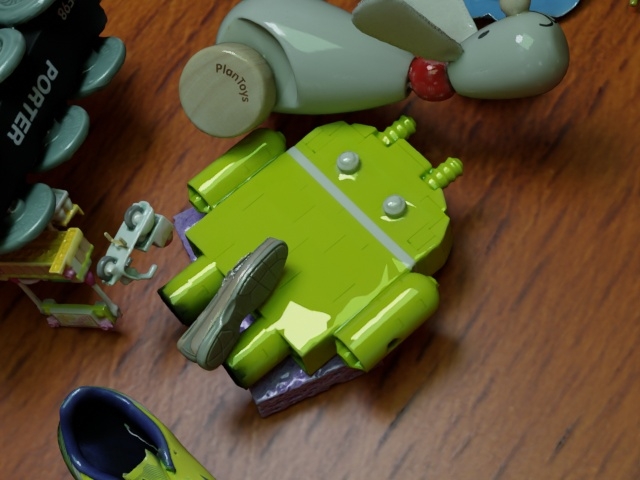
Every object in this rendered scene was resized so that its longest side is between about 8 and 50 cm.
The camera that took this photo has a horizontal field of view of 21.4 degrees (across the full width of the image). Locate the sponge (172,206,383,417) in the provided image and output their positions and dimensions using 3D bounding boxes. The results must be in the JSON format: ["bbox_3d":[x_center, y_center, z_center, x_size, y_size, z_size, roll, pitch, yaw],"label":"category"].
[{"bbox_3d":[-0.040,0.042,1.490,0.117,0.031,0.210,-24,60,-4],"label":"sponge"}]

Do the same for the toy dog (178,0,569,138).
[{"bbox_3d":[0.036,-0.193,1.470,0.334,0.161,0.220,-9,16,2],"label":"toy dog"}]

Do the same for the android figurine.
[{"bbox_3d":[0.000,0.000,1.457,0.273,0.056,0.248,-38,62,-9],"label":"android figurine"}]

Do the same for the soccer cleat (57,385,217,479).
[{"bbox_3d":[-0.109,0.222,1.355,0.289,0.121,0.093,38,74,25],"label":"soccer cleat"}]

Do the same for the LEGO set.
[{"bbox_3d":[-0.252,0.000,1.520,0.287,0.107,0.132,25,68,40],"label":"LEGO set"}]

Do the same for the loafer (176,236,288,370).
[{"bbox_3d":[-0.074,0.046,1.396,0.039,0.045,0.125,25,76,30],"label":"loafer"}]

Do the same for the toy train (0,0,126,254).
[{"bbox_3d":[-0.302,-0.111,1.473,0.190,0.142,0.334,-7,48,33],"label":"toy train"}]

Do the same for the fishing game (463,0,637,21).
[{"bbox_3d":[0.180,-0.284,1.618,0.264,0.041,0.189,10,62,16],"label":"fishing game"}]
